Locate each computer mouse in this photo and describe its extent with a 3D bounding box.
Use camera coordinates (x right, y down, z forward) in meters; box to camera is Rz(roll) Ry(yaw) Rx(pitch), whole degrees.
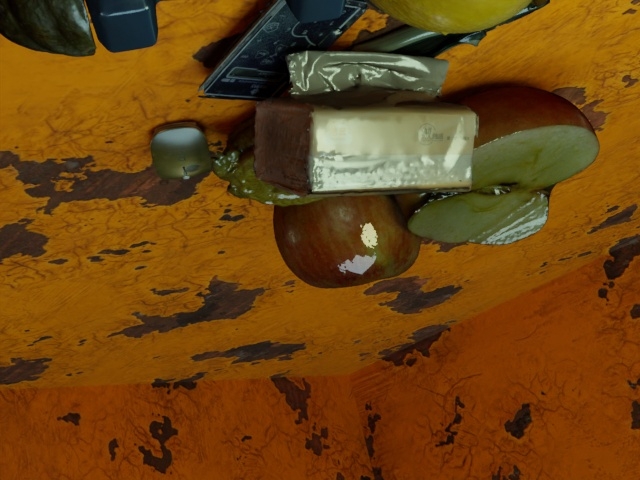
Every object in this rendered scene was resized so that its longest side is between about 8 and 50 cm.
[{"bbox_3d":[-0.251,-0.152,1.677,0.102,0.044,0.199,-9,159,-7],"label":"computer mouse"}]

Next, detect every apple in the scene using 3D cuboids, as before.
[{"bbox_3d":[0.049,-0.046,1.891,0.302,0.301,0.301,-12,160,-5],"label":"apple"},{"bbox_3d":[0.326,-0.130,1.772,0.365,0.328,0.295,-4,-167,-22],"label":"apple"}]

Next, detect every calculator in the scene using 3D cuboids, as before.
[{"bbox_3d":[-0.062,-0.291,1.410,0.166,0.028,0.274,-6,158,-42],"label":"calculator"}]

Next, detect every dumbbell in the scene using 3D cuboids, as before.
[{"bbox_3d":[-0.128,-0.330,1.134,0.325,0.144,0.160,-10,162,-8],"label":"dumbbell"}]

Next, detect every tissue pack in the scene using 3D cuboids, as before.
[{"bbox_3d":[0.072,-0.190,1.487,0.306,0.238,0.238,-4,158,-26],"label":"tissue pack"}]

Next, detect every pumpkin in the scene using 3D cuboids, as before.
[{"bbox_3d":[-0.354,-0.276,1.131,0.130,0.149,0.254,-18,162,-13],"label":"pumpkin"}]

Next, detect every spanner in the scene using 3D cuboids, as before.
[{"bbox_3d":[0.210,-0.336,1.496,0.325,0.040,0.095,-18,159,14],"label":"spanner"}]

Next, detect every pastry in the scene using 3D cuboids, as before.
[{"bbox_3d":[-0.065,-0.157,1.695,0.235,0.132,0.240,-9,154,10],"label":"pastry"}]

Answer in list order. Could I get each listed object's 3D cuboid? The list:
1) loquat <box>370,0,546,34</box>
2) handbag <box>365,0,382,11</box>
[{"bbox_3d":[0.157,-0.358,1.037,0.275,0.274,0.275,-12,160,-5],"label":"loquat"},{"bbox_3d":[0.210,-0.409,1.247,0.332,0.075,0.192,-28,156,31],"label":"handbag"}]
